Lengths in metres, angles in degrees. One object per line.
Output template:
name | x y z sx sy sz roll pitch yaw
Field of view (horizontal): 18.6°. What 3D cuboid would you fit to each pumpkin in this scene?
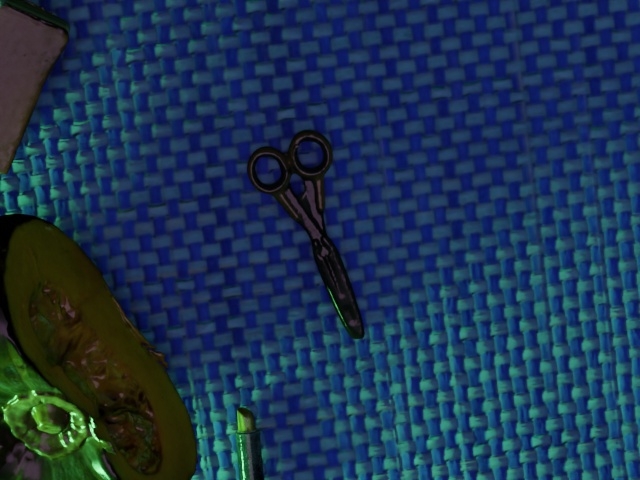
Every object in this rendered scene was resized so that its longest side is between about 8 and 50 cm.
pumpkin | -0.288 0.138 1.887 0.232 0.242 0.325 -20 110 27

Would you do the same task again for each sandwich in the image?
sandwich | -0.370 -0.166 1.851 0.220 0.108 0.186 25 97 -11

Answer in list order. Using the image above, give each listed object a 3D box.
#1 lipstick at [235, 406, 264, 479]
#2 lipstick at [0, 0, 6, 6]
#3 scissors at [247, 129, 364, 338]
lipstick | -0.071 0.227 1.993 0.037 0.037 0.116 -4 97 -5
lipstick | -0.235 -0.325 1.808 0.059 0.059 0.264 42 69 -11
scissors | 0.000 0.000 1.965 0.088 0.017 0.220 -22 103 -2
